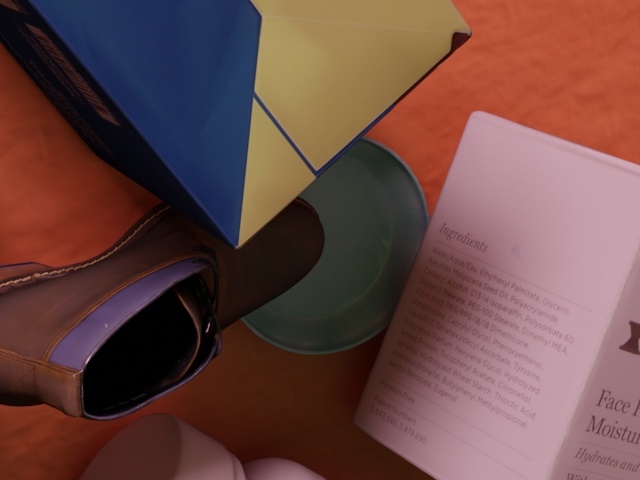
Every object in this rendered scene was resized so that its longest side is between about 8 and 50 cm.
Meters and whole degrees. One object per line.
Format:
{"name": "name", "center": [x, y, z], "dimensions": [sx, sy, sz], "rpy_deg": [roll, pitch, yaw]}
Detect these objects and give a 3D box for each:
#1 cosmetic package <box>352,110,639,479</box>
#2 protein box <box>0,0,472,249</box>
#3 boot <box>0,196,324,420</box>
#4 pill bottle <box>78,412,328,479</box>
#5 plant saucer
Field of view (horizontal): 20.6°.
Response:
{"name": "cosmetic package", "center": [0.142, 0.051, 0.915], "dimensions": [0.151, 0.151, 0.184], "rpy_deg": [17, 97, -37]}
{"name": "protein box", "center": [-0.078, -0.131, 0.755], "dimensions": [0.136, 0.201, 0.200], "rpy_deg": [-42, 115, -8]}
{"name": "boot", "center": [-0.061, 0.034, 0.813], "dimensions": [0.219, 0.106, 0.082], "rpy_deg": [-21, 115, -35]}
{"name": "pill bottle", "center": [-0.018, 0.186, 0.903], "dimensions": [0.229, 0.131, 0.131], "rpy_deg": [36, 88, -27]}
{"name": "plant saucer", "center": [0.000, 0.000, 0.923], "dimensions": [0.119, 0.021, 0.119], "rpy_deg": [-6, 106, -22]}
